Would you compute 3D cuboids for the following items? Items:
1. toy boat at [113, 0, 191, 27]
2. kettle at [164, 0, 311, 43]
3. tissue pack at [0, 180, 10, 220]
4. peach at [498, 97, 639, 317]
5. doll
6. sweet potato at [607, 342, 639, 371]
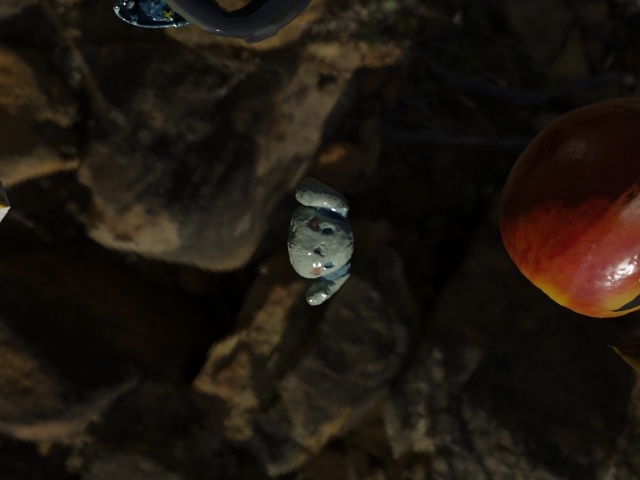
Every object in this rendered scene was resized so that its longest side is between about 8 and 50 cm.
[{"bbox_3d":[-0.243,-0.347,2.079,0.061,0.137,0.060,-137,-129,-65],"label":"toy boat"},{"bbox_3d":[-0.105,-0.431,1.849,0.321,0.324,0.228,-53,-163,-15],"label":"kettle"},{"bbox_3d":[-0.451,-0.060,1.806,0.083,0.062,0.042,20,117,-37],"label":"tissue pack"},{"bbox_3d":[0.343,-0.048,1.614,0.281,0.238,0.281,-56,-179,2],"label":"peach"},{"bbox_3d":[0.000,0.000,2.189,0.071,0.104,0.214,-110,-164,-67],"label":"doll"},{"bbox_3d":[0.432,0.121,1.486,0.274,0.067,0.067,-8,-150,41],"label":"sweet potato"}]
